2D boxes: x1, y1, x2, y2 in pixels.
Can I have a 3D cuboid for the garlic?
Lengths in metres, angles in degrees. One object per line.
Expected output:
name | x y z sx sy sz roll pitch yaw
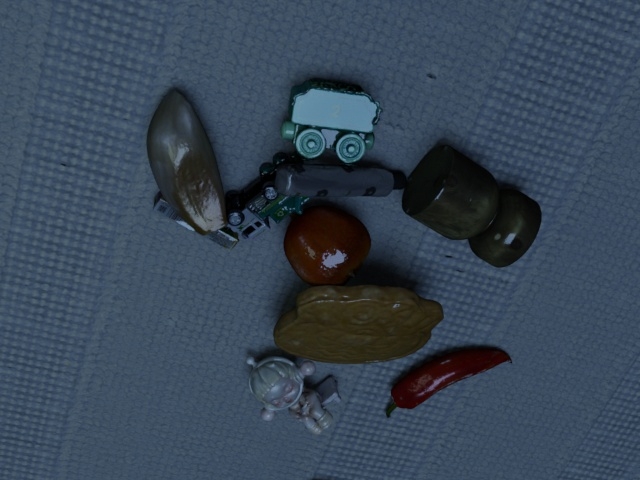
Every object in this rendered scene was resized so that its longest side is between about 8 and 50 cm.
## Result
garlic | -0.289 -0.152 1.695 0.143 0.112 0.318 -11 114 19

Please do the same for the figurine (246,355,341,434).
figurine | -0.076 0.370 2.033 0.182 0.144 0.256 -30 123 34

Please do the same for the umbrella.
umbrella | 0.051 -0.129 1.728 0.337 0.067 0.073 -2 123 -36

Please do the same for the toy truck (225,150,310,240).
toy truck | -0.109 -0.090 1.775 0.216 0.110 0.116 -37 122 15

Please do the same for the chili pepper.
chili pepper | 0.318 0.366 2.099 0.368 0.092 0.137 -25 131 11

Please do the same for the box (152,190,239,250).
box | -0.279 -0.046 1.810 0.207 0.050 0.041 28 116 -21

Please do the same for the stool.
stool | 0.336 -0.075 1.794 0.264 0.179 0.179 29 113 -22

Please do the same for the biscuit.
biscuit | 0.091 0.213 1.901 0.385 0.062 0.365 6 147 -19

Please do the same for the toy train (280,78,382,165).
toy train | 0.022 -0.254 1.697 0.203 0.112 0.163 5 111 -12

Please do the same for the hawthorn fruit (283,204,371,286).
hawthorn fruit | 0.000 0.000 1.815 0.225 0.196 0.196 42 110 5
